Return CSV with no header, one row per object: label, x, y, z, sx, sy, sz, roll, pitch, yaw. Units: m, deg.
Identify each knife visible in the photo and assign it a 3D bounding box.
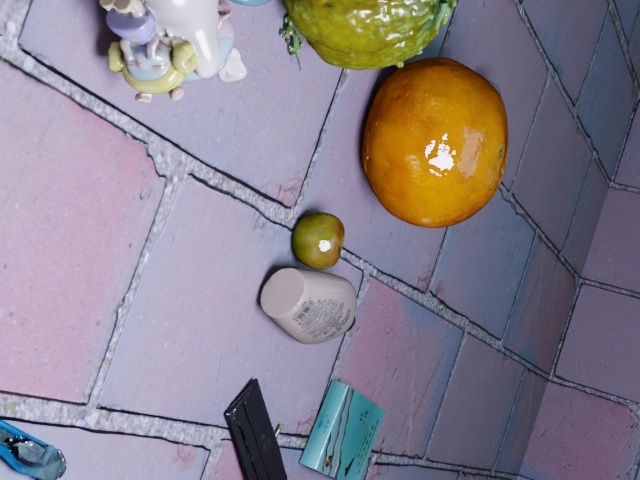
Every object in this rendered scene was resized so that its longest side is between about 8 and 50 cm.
knife,-0.346,0.210,1.115,0.044,0.026,0.296,-54,150,-12

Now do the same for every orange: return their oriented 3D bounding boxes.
orange,0.194,-0.162,1.743,0.284,0.226,0.284,9,90,-67
orange,0.085,-0.374,1.417,0.301,0.223,0.300,-48,149,-43

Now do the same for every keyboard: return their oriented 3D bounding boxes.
keyboard,-0.098,0.327,1.659,0.087,0.017,0.250,-49,140,-37

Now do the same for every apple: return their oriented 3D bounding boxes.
apple,0.000,0.000,1.617,0.089,0.074,0.089,-44,142,-49

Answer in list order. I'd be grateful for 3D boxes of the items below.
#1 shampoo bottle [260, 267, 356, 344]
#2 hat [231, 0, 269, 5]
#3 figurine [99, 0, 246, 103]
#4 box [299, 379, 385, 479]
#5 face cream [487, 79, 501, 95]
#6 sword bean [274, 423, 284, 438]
shampoo bottle,-0.007,0.105,1.651,0.127,0.078,0.257,-53,152,2
hat,-0.120,-0.354,1.193,0.138,0.078,0.191,-56,131,-48
figurine,-0.153,-0.221,1.144,0.235,0.127,0.155,70,25,-54
box,0.046,0.363,1.944,0.162,0.041,0.229,-68,153,-13
face cream,0.311,-0.262,2.062,0.091,0.091,0.095,65,40,-53
sword bean,-0.080,0.339,1.721,0.083,0.012,0.012,-67,153,-10
